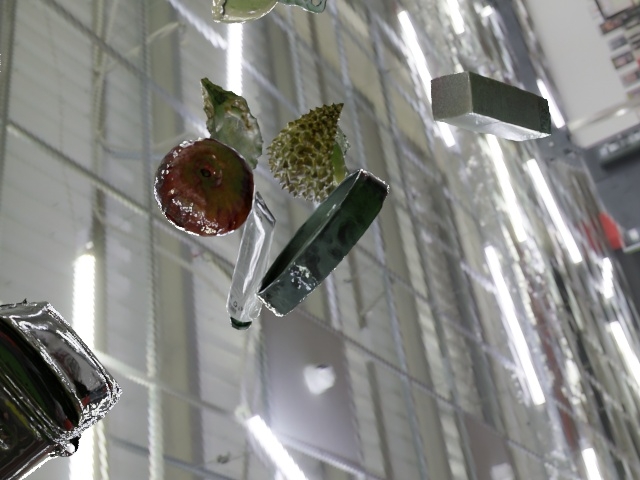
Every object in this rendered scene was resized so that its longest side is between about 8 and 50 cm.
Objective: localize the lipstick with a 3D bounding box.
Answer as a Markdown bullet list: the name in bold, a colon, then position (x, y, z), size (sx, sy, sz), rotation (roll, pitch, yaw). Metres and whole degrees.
- **lipstick**: position (0.271, -0.203, 1.429), size (0.317, 0.068, 0.066), rotation (0, -95, -57)

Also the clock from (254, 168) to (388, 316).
- **clock**: position (0.000, 0.000, 1.207), size (0.049, 0.226, 0.226), rotation (40, -152, -8)

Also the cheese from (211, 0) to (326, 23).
- **cheese**: position (-0.098, -0.452, 1.553), size (0.071, 0.249, 0.163), rotation (38, 136, 54)

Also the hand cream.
- **hand cream**: position (-0.151, 0.058, 2.038), size (0.076, 0.336, 0.121), rotation (-7, -140, -28)

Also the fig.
- **fig**: position (-0.152, -0.066, 1.150), size (0.128, 0.150, 0.128), rotation (-7, -79, -39)

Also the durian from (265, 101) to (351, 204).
- **durian**: position (-0.007, -0.159, 1.907), size (0.166, 0.172, 0.306), rotation (-58, -29, -15)

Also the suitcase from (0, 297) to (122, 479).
- **suitcase**: position (-0.506, 0.253, 1.596), size (0.283, 0.194, 0.434), rotation (49, -178, 2)

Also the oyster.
- **oyster**: position (-0.135, -0.150, 1.338), size (0.146, 0.045, 0.122), rotation (34, -109, -49)
